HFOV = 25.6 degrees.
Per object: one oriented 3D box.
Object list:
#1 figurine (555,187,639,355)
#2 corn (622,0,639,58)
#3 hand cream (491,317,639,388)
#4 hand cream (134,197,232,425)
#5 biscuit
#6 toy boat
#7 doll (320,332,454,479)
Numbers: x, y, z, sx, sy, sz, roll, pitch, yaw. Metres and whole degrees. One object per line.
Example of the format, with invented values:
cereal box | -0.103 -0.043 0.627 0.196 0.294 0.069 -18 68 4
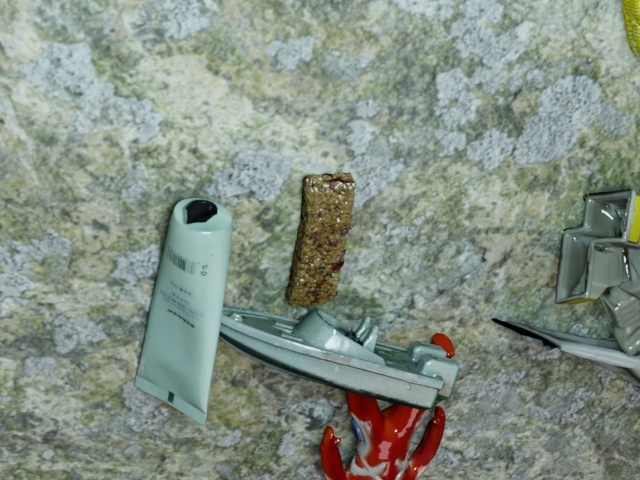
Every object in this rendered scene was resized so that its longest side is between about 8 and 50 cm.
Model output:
figurine | 0.463 0.023 1.850 0.308 0.143 0.308 -6 147 -4
corn | 0.372 -0.288 1.588 0.072 0.072 0.203 -23 133 -1
hand cream | 0.396 0.161 1.979 0.336 0.121 0.076 16 92 -36
hand cream | -0.165 0.087 1.699 0.067 0.109 0.321 -42 153 -49
biscuit | 0.000 0.000 1.720 0.064 0.034 0.199 -3 131 -16
toy boat | 0.010 0.132 1.757 0.319 0.141 0.092 15 98 -12
doll | 0.085 0.297 1.987 0.188 0.099 0.384 -6 129 -17
